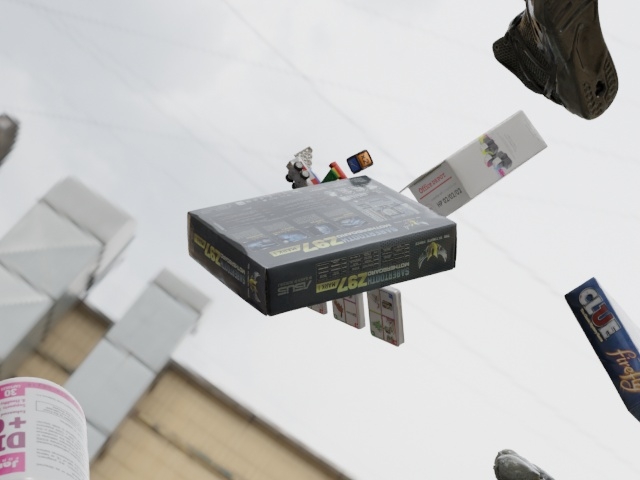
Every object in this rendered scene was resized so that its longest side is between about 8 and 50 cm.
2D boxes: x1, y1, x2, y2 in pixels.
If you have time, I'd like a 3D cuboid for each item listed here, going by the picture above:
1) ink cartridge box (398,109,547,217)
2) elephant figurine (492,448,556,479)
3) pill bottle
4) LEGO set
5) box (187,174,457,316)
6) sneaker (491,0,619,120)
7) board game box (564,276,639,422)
[{"bbox_3d":[0.183,-0.083,1.651,0.062,0.181,0.104,56,-28,2],"label":"ink cartridge box"},{"bbox_3d":[0.194,0.370,1.493,0.186,0.239,0.169,39,3,41],"label":"elephant figurine"},{"bbox_3d":[-0.356,0.306,1.587,0.160,0.283,0.160,-6,-59,-10],"label":"pill bottle"},{"bbox_3d":[0.036,-0.009,1.617,0.182,0.060,0.244,20,-53,43],"label":"LEGO set"},{"bbox_3d":[0.000,0.000,1.402,0.183,0.232,0.059,31,-51,53],"label":"box"},{"bbox_3d":[0.226,-0.232,1.366,0.130,0.087,0.228,28,-25,41],"label":"sneaker"},{"bbox_3d":[0.367,0.161,1.464,0.042,0.165,0.243,-35,-43,14],"label":"board game box"}]
